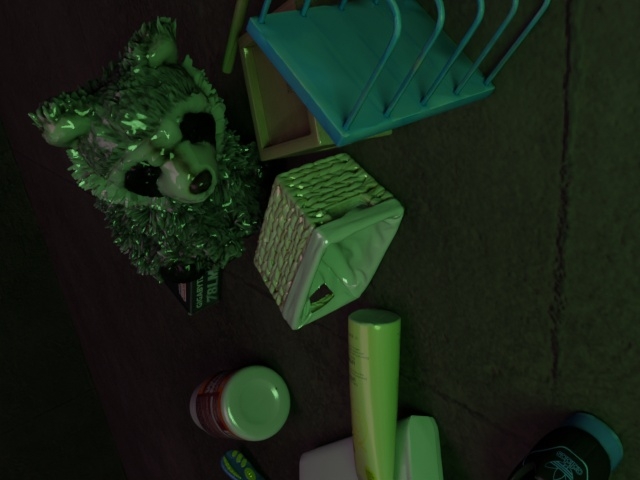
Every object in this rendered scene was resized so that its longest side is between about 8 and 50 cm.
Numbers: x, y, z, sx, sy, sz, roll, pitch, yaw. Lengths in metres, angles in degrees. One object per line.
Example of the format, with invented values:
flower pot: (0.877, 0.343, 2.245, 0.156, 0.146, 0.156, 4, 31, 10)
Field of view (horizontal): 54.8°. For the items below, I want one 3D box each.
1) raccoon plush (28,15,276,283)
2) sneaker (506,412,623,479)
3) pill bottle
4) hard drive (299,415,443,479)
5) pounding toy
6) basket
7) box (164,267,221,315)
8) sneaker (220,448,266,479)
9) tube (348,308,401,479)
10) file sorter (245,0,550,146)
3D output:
raccoon plush: (-0.262, -0.120, 0.739, 0.446, 0.216, 0.299, 15, 156, 31)
sneaker: (0.202, 0.258, 0.586, 0.081, 0.090, 0.232, 38, 139, 35)
pill bottle: (-0.150, 0.286, 1.084, 0.221, 0.121, 0.121, -27, 89, 58)
hard drive: (0.055, 0.383, 0.822, 0.353, 0.047, 0.233, 134, 141, -56)
pounding toy: (-0.025, -0.191, 0.620, 0.181, 0.094, 0.206, 0, 102, 60)
basket: (0.000, 0.000, 0.684, 0.103, 0.113, 0.167, 51, 145, 25)
box: (-0.275, -0.067, 1.077, 0.293, 0.073, 0.296, 45, 143, 30)
sneaker: (-0.137, 0.518, 1.289, 0.188, 0.067, 0.078, 46, 164, 25)
tube: (0.062, 0.203, 0.725, 0.062, 0.070, 0.240, 4, 103, 23)
file sorter: (0.059, -0.162, 0.438, 0.118, 0.170, 0.104, 54, 144, 17)
